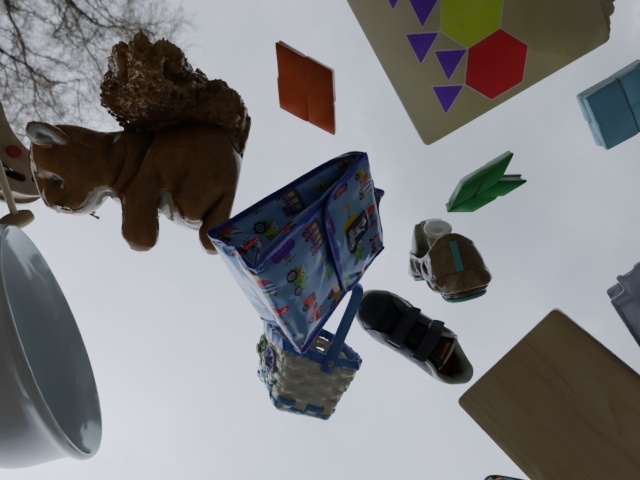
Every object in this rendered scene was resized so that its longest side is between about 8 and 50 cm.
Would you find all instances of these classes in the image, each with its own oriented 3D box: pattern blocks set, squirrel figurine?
[{"bbox_3d":[0.088,-0.175,0.266,0.026,0.285,0.325,-80,-33,-64],"label":"pattern blocks set"},{"bbox_3d":[-0.342,-0.180,0.811,0.369,0.281,0.398,14,-83,-14],"label":"squirrel figurine"}]

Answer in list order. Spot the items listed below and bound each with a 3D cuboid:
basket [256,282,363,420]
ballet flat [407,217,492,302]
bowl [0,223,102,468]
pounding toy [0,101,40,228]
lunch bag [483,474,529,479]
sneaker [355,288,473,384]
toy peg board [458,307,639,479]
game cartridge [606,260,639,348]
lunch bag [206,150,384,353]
[{"bbox_3d":[-0.017,0.203,0.876,0.200,0.254,0.289,25,-95,-20],"label":"basket"},{"bbox_3d":[0.212,0.021,0.746,0.116,0.342,0.124,-16,-90,8],"label":"ballet flat"},{"bbox_3d":[-0.379,0.140,0.485,0.134,0.298,0.298,-20,-105,-23],"label":"bowl"},{"bbox_3d":[-0.632,-0.163,0.858,0.154,0.154,0.270,-32,-76,-58],"label":"pounding toy"},{"bbox_3d":[0.429,0.616,0.790,0.223,0.108,0.279,8,-151,6],"label":"lunch bag"},{"bbox_3d":[0.226,0.222,0.962,0.321,0.127,0.126,36,-103,-14],"label":"sneaker"},{"bbox_3d":[0.274,0.180,0.453,0.161,0.161,0.079,46,-152,26],"label":"toy peg board"},{"bbox_3d":[0.417,0.028,0.340,0.060,0.294,0.196,33,-146,-11],"label":"game cartridge"},{"bbox_3d":[0.000,0.000,0.698,0.293,0.221,0.138,-41,-134,-21],"label":"lunch bag"}]
